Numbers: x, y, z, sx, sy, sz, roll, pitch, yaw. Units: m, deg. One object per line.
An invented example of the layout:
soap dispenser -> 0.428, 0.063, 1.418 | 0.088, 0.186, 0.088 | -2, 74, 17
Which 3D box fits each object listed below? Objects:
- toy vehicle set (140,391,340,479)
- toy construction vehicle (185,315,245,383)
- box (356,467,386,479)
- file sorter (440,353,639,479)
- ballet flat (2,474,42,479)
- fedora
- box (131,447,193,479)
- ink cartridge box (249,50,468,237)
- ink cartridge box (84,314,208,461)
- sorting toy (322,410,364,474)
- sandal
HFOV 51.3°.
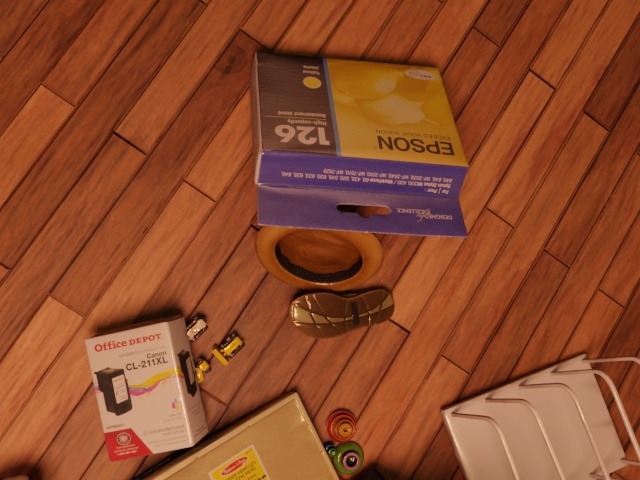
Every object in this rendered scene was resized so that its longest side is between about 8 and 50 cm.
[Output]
toy vehicle set -> -0.112, 0.356, 0.960 | 0.266, 0.035, 0.166 | -26, 91, -27
toy construction vehicle -> -0.176, 0.160, 0.998 | 0.098, 0.035, 0.086 | -45, 106, -10
box -> 0.031, 0.598, 0.774 | 0.479, 0.471, 0.298 | -35, 100, -13
file sorter -> 0.365, 0.306, 1.014 | 0.277, 0.173, 0.193 | -17, 82, -15
ballet flat -> -0.382, 0.503, 0.820 | 0.139, 0.139, 0.401 | -13, 71, -13
fedora -> 0.000, 0.000, 1.001 | 0.194, 0.194, 0.079 | 13, 48, -11
box -> -0.221, 0.427, 0.962 | 0.184, 0.045, 0.191 | -31, 94, -10
ink cartridge box -> 0.054, -0.149, 0.972 | 0.303, 0.072, 0.307 | 3, 49, -13
ink cartridge box -> -0.244, 0.205, 0.939 | 0.127, 0.072, 0.175 | -13, 89, 8
sorting toy -> 0.036, 0.316, 1.025 | 0.061, 0.042, 0.102 | -15, 90, -13
sandal -> 0.031, 0.110, 1.039 | 0.180, 0.049, 0.072 | -6, 93, -27
